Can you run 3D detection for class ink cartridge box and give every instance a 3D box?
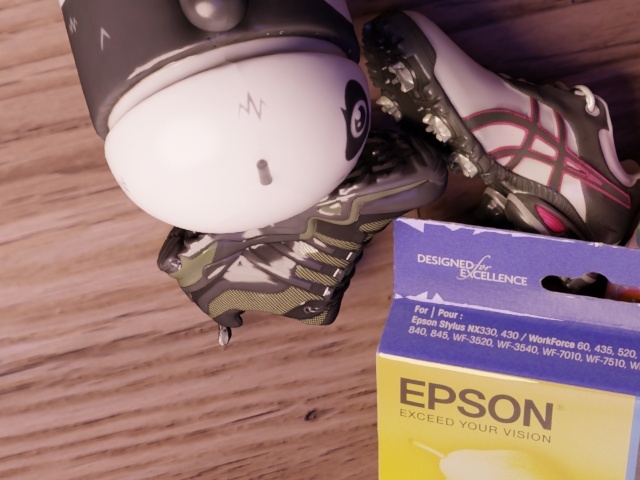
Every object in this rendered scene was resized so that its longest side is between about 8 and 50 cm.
[{"bbox_3d":[0.193,0.142,1.076,0.303,0.072,0.307,8,130,15],"label":"ink cartridge box"}]

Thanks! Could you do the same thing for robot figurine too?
[{"bbox_3d":[-0.069,-0.143,0.895,0.173,0.278,0.209,-28,161,34],"label":"robot figurine"}]

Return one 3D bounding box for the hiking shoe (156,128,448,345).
[{"bbox_3d":[0.000,0.000,1.048,0.227,0.086,0.114,-20,121,23],"label":"hiking shoe"}]

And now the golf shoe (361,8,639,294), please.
[{"bbox_3d":[0.135,-0.085,1.051,0.120,0.105,0.273,-47,121,-5],"label":"golf shoe"}]

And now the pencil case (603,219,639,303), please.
[{"bbox_3d":[0.291,-0.005,1.049,0.124,0.124,0.284,3,134,-12],"label":"pencil case"}]
